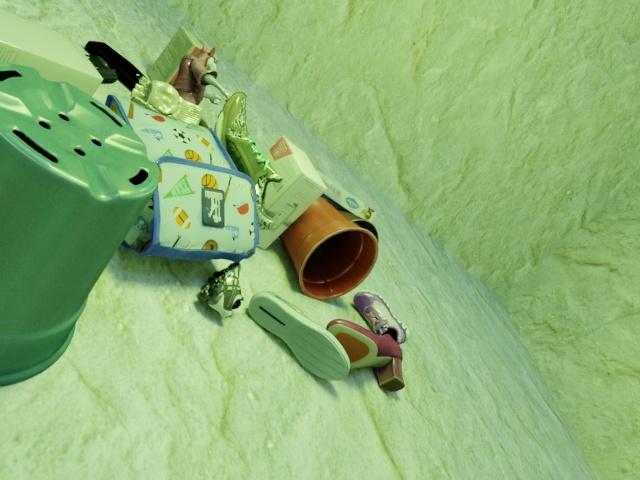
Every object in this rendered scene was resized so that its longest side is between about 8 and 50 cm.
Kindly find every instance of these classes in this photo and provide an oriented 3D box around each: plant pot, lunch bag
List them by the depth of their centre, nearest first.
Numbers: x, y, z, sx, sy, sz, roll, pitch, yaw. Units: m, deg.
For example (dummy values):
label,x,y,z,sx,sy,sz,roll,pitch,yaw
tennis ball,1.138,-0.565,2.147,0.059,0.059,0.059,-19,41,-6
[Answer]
label,x,y,z,sx,sy,sz,roll,pitch,yaw
plant pot,-0.424,-0.034,0.733,0.341,0.334,0.341,39,19,-16
lunch bag,-0.339,-0.119,1.237,0.328,0.239,0.385,7,46,-54
plant pot,0.000,0.000,1.673,0.272,0.272,0.265,25,19,-44
plant pot,0.064,-0.025,1.955,0.215,0.215,0.230,29,9,-38

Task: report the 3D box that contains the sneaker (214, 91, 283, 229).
label,x,y,z,sx,sy,sz,roll,pitch,yaw
sneaker,-0.192,-0.206,1.478,0.182,0.410,0.158,1,7,5

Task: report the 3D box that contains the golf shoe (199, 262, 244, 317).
label,x,y,z,sx,sy,sz,roll,pitch,yaw
golf shoe,-0.223,0.118,1.250,0.094,0.077,0.198,58,18,-13

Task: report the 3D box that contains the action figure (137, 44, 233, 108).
label,x,y,z,sx,sy,sz,roll,pitch,yaw
action figure,-0.428,-0.457,1.646,0.276,0.370,0.248,19,-12,-23

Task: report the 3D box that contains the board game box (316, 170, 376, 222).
label,x,y,z,sx,sy,sz,roll,pitch,yaw
board game box,0.006,-0.170,2.063,0.319,0.065,0.318,32,-11,-32

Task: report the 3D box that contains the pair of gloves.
label,x,y,z,sx,sy,sz,roll,pitch,yaw
pair of gloves,-0.448,-0.316,1.457,0.204,0.240,0.042,29,-12,-35

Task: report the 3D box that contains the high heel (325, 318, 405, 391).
label,x,y,z,sx,sy,sz,roll,pitch,yaw
high heel,0.118,0.278,1.483,0.377,0.127,0.181,51,21,-40

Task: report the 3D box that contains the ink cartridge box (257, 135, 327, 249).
label,x,y,z,sx,sy,sz,roll,pitch,yaw
ink cartridge box,-0.146,-0.145,1.612,0.117,0.283,0.207,31,23,-44

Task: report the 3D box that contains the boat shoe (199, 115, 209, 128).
label,x,y,z,sx,sy,sz,roll,pitch,yaw
boat shoe,-0.467,-0.402,1.778,0.092,0.103,0.285,46,12,20

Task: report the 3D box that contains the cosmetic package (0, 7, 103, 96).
label,x,y,z,sx,sy,sz,roll,pitch,yaw
cosmetic package,-0.726,-0.422,1.207,0.197,0.155,0.366,49,20,20

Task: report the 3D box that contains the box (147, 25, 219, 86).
label,x,y,z,sx,sy,sz,roll,pitch,yaw
box,-0.522,-0.659,1.996,0.127,0.232,0.148,17,33,-54

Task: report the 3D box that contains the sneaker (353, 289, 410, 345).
label,x,y,z,sx,sy,sz,roll,pitch,yaw
sneaker,0.198,0.266,1.753,0.236,0.095,0.104,46,27,3

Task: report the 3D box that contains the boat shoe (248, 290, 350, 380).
label,x,y,z,sx,sy,sz,roll,pitch,yaw
boat shoe,-0.044,0.225,1.316,0.302,0.109,0.094,42,17,1

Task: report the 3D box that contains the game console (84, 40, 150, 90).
label,x,y,z,sx,sy,sz,roll,pitch,yaw
game console,-0.713,-0.571,1.719,0.213,0.044,0.361,41,19,-4
